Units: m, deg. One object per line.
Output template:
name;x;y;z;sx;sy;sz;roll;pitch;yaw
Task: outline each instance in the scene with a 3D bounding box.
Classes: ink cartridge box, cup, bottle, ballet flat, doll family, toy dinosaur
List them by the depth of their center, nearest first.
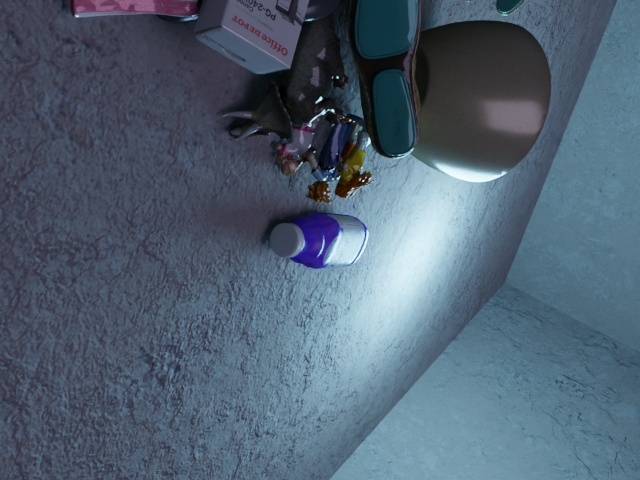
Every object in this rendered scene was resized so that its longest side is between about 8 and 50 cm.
ink cartridge box;-0.073;-0.289;0.715;0.109;0.063;0.150;20;82;-43
toy dinosaur;-0.012;-0.266;0.942;0.313;0.121;0.160;-59;168;8
ballet flat;0.108;-0.313;1.024;0.123;0.123;0.348;-36;129;-39
doll family;0.030;-0.152;1.128;0.263;0.118;0.163;-5;120;-59
cup;0.245;-0.292;1.208;0.237;0.331;0.331;2;117;-33
bottle;0.000;0.000;1.260;0.283;0.092;0.118;2;116;-61
ballet flat;0.507;-0.659;1.519;0.206;0.073;0.067;-63;168;13

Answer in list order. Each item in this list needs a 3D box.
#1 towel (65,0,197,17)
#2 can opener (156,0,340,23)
towel;-0.183;-0.319;0.602;0.144;0.029;0.197;-12;139;-29
can opener;-0.080;-0.324;0.786;0.283;0.095;0.076;-30;141;-46
